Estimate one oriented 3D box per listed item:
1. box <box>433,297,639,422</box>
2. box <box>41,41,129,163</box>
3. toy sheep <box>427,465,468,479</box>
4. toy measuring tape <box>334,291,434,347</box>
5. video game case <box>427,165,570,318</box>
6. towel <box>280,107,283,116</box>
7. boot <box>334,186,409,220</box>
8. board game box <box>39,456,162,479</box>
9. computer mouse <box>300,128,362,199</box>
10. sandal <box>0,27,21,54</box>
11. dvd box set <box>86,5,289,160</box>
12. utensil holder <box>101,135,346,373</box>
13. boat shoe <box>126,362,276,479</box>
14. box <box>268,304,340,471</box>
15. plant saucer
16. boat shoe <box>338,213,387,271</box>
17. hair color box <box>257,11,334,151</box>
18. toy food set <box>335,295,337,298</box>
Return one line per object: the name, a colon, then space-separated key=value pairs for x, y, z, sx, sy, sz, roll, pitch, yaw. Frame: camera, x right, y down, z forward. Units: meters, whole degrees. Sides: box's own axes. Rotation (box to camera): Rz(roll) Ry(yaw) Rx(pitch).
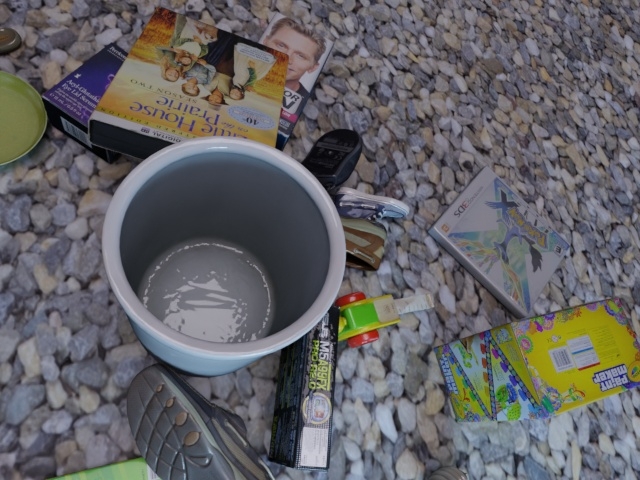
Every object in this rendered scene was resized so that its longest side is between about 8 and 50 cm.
box: x=0.457 y=0.261 z=0.991 sx=0.290 sy=0.279 sz=0.176 roll=-8 pitch=71 yaw=-21
box: x=-0.455 y=-0.299 z=1.005 sx=0.153 sy=0.108 sz=0.207 roll=33 pitch=62 yaw=-3
toy sheep: x=0.253 y=0.506 z=0.931 sx=0.132 sy=0.091 sz=0.091 roll=-16 pitch=74 yaw=-43
toy measuring tape: x=0.121 y=0.168 z=1.035 sx=0.330 sy=0.121 sz=0.121 roll=-3 pitch=68 yaw=-44
video game case: x=0.490 y=-0.006 z=1.249 sx=0.329 sy=0.036 sz=0.300 roll=45 pitch=62 yaw=2
towel: x=-0.232 y=-0.269 z=0.995 sx=0.275 sy=0.031 sz=0.198 roll=22 pitch=62 yaw=-12
boot: x=0.122 y=-0.064 z=1.137 sx=0.190 sy=0.069 sz=0.086 roll=13 pitch=72 yaw=-5
board game box: x=-0.365 y=0.443 z=0.772 sx=0.260 sy=0.039 sz=0.124 roll=-4 pitch=69 yaw=-23
computer mouse: x=0.007 y=-0.171 z=1.120 sx=0.189 sy=0.072 sz=0.272 roll=19 pitch=53 yaw=28
sandal: x=-0.734 y=-0.417 z=0.991 sx=0.072 sy=0.049 sz=0.180 roll=44 pitch=62 yaw=2
dvd box set: x=-0.228 y=-0.295 z=0.918 sx=0.308 sy=0.062 sz=0.420 roll=16 pitch=47 yaw=-14
utensil holder: x=-0.175 y=0.066 z=0.795 sx=0.328 sy=0.385 sz=0.327 roll=7 pitch=66 yaw=-16
boat shoe: x=-0.201 y=0.364 z=0.813 sx=0.132 sy=0.130 sz=0.355 roll=-33 pitch=92 yaw=15
box: x=-0.032 y=0.270 z=0.855 sx=0.060 sy=0.216 sz=0.269 roll=11 pitch=65 yaw=-13
plant saucer: x=-0.690 y=-0.243 z=0.942 sx=0.241 sy=0.037 sz=0.240 roll=7 pitch=66 yaw=-16
boat shoe: x=0.000 y=0.000 z=1.034 sx=0.324 sy=0.122 sz=0.119 roll=10 pitch=70 yaw=-15
hair color box: x=-0.109 y=-0.396 z=1.167 sx=0.174 sy=0.105 sz=0.347 roll=25 pitch=62 yaw=-8
toy food set: x=-0.002 y=0.115 z=1.018 sx=0.083 sy=0.020 sz=0.083 roll=26 pitch=63 yaw=38
